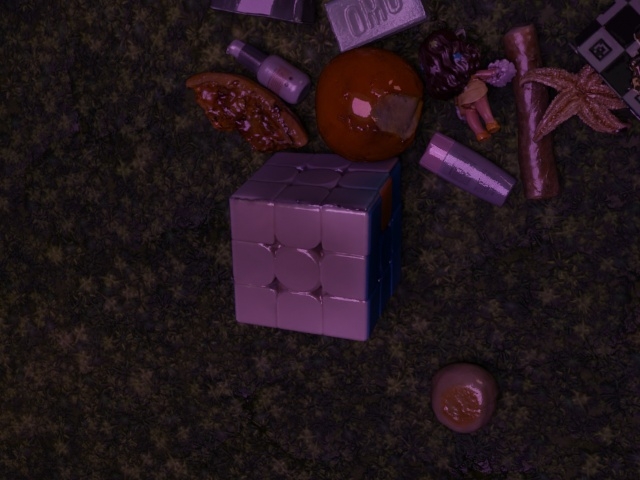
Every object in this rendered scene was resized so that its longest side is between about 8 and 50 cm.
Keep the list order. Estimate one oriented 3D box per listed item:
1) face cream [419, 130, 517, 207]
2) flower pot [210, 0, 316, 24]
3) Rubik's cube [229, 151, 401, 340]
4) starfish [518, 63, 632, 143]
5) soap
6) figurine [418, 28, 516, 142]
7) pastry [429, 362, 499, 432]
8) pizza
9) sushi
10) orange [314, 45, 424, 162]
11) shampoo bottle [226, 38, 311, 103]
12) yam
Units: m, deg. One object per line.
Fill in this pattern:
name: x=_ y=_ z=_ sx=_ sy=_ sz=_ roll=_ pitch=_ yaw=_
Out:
face cream: x=0.306 y=-0.145 z=1.970 sx=0.198 sy=0.057 sz=0.084 roll=32 pitch=110 yaw=11
flower pot: x=-0.117 y=-0.523 z=1.999 sx=0.229 sy=0.103 sz=0.108 roll=12 pitch=105 yaw=16
Rubik's cube: x=0.000 y=0.000 z=1.958 sx=0.291 sy=0.290 sz=0.292 roll=6 pitch=116 yaw=17
starfish: x=0.498 y=-0.274 z=1.829 sx=0.238 sy=0.071 sz=0.216 roll=25 pitch=87 yaw=0
soap: x=0.118 y=-0.471 z=1.952 sx=0.198 sy=0.063 sz=0.115 roll=-20 pitch=94 yaw=21
figurine: x=0.285 y=-0.311 z=1.883 sx=0.240 sy=0.115 sz=0.175 roll=56 pitch=140 yaw=9
pastry: x=0.310 y=0.342 z=2.065 sx=0.156 sy=0.092 sz=0.157 roll=3 pitch=97 yaw=22
pizza: x=-0.163 y=-0.272 z=2.063 sx=0.305 sy=0.086 sz=0.161 roll=26 pitch=131 yaw=11
sushi: x=0.709 y=-0.351 z=1.771 sx=0.343 sy=0.064 sz=0.359 roll=-42 pitch=83 yaw=7
orange: x=0.099 y=-0.272 z=1.912 sx=0.239 sy=0.240 sz=0.240 roll=4 pitch=104 yaw=18
shampoo bottle: x=-0.112 y=-0.370 z=2.050 sx=0.192 sy=0.074 sz=0.074 roll=35 pitch=111 yaw=10
yam: x=0.421 y=-0.254 z=1.897 sx=0.081 sy=0.081 sz=0.357 roll=-8 pitch=99 yaw=20
